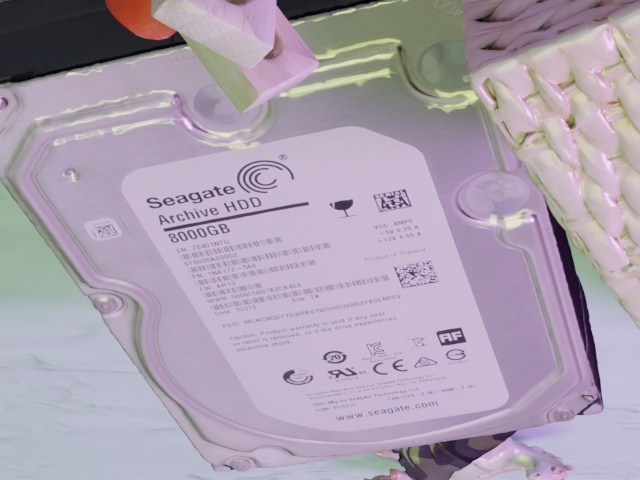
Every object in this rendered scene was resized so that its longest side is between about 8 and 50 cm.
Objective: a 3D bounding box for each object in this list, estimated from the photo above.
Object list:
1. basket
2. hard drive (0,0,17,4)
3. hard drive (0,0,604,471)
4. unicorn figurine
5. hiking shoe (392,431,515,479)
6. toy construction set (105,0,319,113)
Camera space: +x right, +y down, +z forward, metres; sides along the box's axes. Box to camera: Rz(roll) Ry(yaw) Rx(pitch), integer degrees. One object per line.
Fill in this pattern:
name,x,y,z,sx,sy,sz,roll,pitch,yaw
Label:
basket,0.129,-0.058,0.504,0.113,0.103,0.167,-20,134,26
hard drive,-0.050,-0.093,0.691,0.319,0.040,0.210,5,148,-7
hard drive,0.000,0.000,0.711,0.237,0.064,0.339,-10,140,12
unicorn figurine,0.116,0.170,1.107,0.111,0.060,0.162,22,158,-32
hiking shoe,0.071,0.069,0.931,0.114,0.086,0.227,-29,137,4
toy construction set,0.029,-0.197,0.383,0.215,0.151,0.328,42,117,-13
